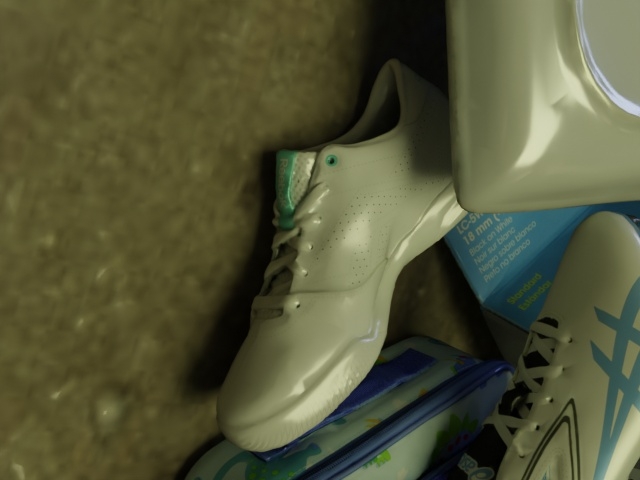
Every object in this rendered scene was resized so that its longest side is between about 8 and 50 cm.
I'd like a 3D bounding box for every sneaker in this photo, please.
[{"bbox_3d":[0.000,0.000,0.477,0.094,0.080,0.212,49,64,-29],"label":"sneaker"},{"bbox_3d":[0.118,0.098,0.489,0.086,0.085,0.237,14,91,-15],"label":"sneaker"}]

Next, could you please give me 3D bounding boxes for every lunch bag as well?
[{"bbox_3d":[0.028,0.161,0.543,0.219,0.090,0.176,-23,117,-37],"label":"lunch bag"}]

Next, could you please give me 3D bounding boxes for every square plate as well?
[{"bbox_3d":[0.207,-0.195,0.515,0.344,0.049,0.348,-4,93,-32],"label":"square plate"}]

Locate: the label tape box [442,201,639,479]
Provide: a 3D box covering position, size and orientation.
[{"bbox_3d":[0.250,0.060,0.633,0.240,0.106,0.334,-38,112,-25],"label":"label tape box"}]
